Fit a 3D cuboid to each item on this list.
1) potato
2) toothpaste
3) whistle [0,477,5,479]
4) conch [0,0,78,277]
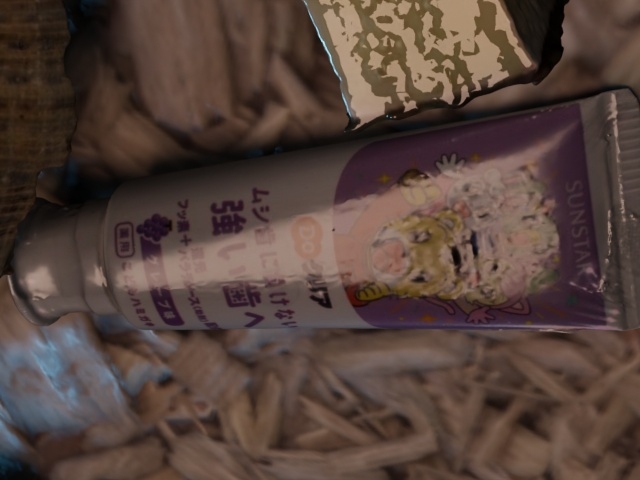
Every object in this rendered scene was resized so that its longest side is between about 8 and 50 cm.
[{"bbox_3d":[0.043,-0.095,0.464,0.086,0.122,0.061,-12,118,23],"label":"potato"},{"bbox_3d":[0.000,0.000,0.594,0.299,0.073,0.114,-5,112,17],"label":"toothpaste"},{"bbox_3d":[-0.248,0.221,0.836,0.123,0.123,0.223,39,144,-12],"label":"whistle"},{"bbox_3d":[-0.197,-0.064,0.569,0.178,0.163,0.245,30,115,-7],"label":"conch"}]
